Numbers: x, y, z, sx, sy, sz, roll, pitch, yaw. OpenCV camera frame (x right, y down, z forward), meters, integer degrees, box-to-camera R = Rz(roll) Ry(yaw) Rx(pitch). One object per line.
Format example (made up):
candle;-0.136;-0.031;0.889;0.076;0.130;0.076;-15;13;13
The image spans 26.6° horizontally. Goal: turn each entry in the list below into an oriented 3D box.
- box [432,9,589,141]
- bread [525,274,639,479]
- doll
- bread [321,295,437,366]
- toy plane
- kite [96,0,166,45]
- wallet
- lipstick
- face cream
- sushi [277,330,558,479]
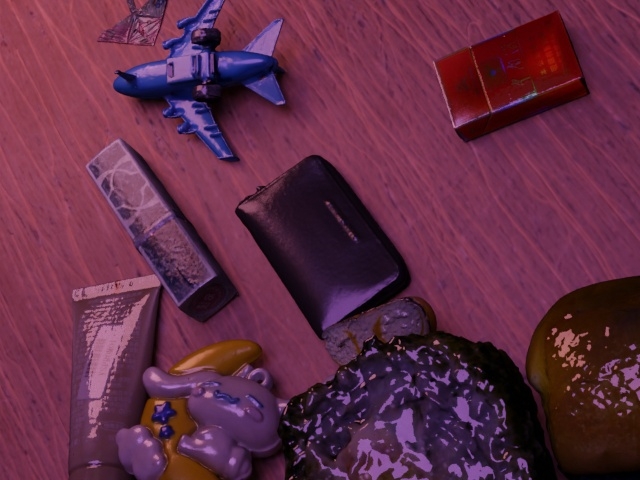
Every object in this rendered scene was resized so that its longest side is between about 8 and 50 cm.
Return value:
box;0.242;-0.210;1.730;0.175;0.048;0.112;-22;62;13
bread;0.405;0.142;1.432;0.377;0.208;0.251;-9;61;23
doll;-0.120;0.223;1.657;0.252;0.111;0.237;19;59;30
bread;0.078;0.113;1.635;0.157;0.094;0.083;-24;94;25
toy plane;-0.174;-0.232;1.888;0.271;0.105;0.254;-4;81;17
kite;-0.283;-0.343;2.032;0.137;0.005;0.152;-36;59;5
wallet;0.000;0.000;1.746;0.149;0.044;0.250;-35;59;2
lipstick;-0.220;-0.019;1.826;0.077;0.076;0.289;-41;57;4
face cream;-0.276;0.200;1.762;0.137;0.084;0.341;-11;57;16
sushi;0.112;0.281;1.467;0.294;0.178;0.351;-21;73;14
